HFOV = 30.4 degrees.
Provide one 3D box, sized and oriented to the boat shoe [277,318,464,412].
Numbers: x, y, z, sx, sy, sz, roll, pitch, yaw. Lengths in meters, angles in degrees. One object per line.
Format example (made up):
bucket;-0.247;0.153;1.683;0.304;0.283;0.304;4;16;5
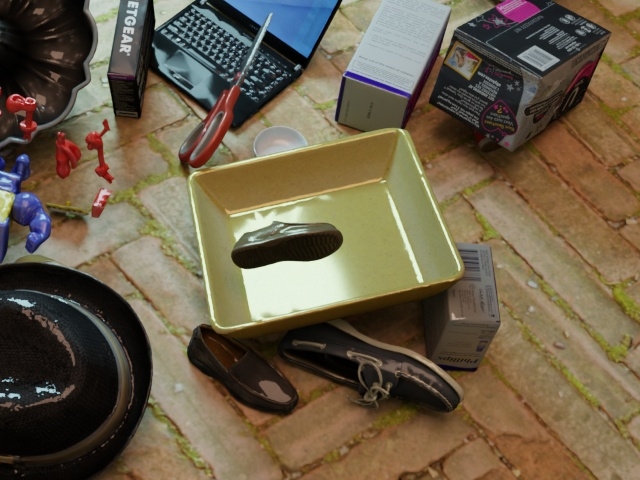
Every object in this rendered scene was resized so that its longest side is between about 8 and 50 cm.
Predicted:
boat shoe;0.064;0.172;1.556;0.254;0.095;0.079;26;57;13

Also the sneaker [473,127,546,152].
sneaker;0.295;-0.185;1.862;0.118;0.042;0.067;-16;62;-15

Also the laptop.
laptop;-0.131;-0.350;1.863;0.234;0.137;0.264;37;59;18

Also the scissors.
scissors;-0.124;-0.230;1.770;0.021;0.109;0.297;38;74;-23

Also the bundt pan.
bundt pan;-0.482;-0.290;1.724;0.330;0.124;0.331;0;90;-2

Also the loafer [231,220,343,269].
loafer;-0.044;-0.002;1.530;0.148;0.056;0.050;-8;45;4

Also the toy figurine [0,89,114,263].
toy figurine;-0.474;-0.074;1.556;0.362;0.191;0.217;17;42;-4

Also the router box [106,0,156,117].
router box;-0.285;-0.296;1.788;0.046;0.133;0.179;6;68;-3

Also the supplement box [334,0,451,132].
supplement box;0.116;-0.281;1.863;0.114;0.111;0.220;20;56;6

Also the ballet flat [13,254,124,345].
ballet flat;-0.332;0.081;1.581;0.232;0.073;0.080;40;59;19

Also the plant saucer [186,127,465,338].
plant saucer;0.000;0.000;1.620;0.332;0.081;0.333;-13;43;-3

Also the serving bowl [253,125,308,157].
serving bowl;-0.061;-0.134;1.790;0.083;0.027;0.083;4;56;-5

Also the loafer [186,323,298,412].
loafer;-0.104;0.170;1.556;0.170;0.061;0.062;28;56;11

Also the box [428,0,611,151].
box;0.311;-0.265;1.818;0.163;0.142;0.247;34;42;20

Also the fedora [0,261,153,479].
fedora;-0.379;0.151;1.436;0.334;0.152;0.334;-1;70;4

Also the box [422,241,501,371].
box;0.189;0.092;1.601;0.072;0.137;0.126;4;56;-8
